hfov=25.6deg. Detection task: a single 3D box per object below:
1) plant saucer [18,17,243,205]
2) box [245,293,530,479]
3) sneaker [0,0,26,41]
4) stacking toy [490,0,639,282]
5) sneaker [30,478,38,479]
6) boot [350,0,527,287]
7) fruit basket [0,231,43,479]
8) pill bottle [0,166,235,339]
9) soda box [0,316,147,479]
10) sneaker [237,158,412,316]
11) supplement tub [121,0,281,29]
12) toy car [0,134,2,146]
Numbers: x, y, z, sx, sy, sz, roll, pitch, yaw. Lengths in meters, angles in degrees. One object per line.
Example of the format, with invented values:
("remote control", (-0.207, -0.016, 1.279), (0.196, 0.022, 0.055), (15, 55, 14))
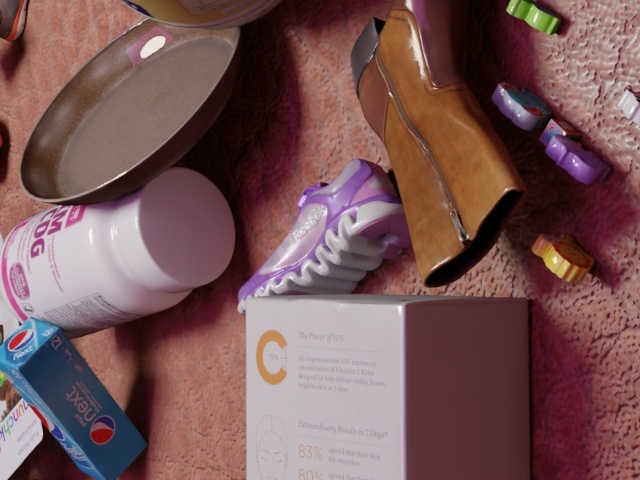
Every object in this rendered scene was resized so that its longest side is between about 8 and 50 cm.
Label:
("plant saucer", (-0.202, -0.148, 1.570), (0.311, 0.050, 0.310), (-28, 36, 22))
("box", (0.059, 0.222, 1.291), (0.215, 0.168, 0.345), (-1, 90, 48))
("sneaker", (-0.429, -0.349, 1.913), (0.061, 0.065, 0.157), (22, 106, 46))
("stacking toy", (0.196, -0.094, 1.231), (0.221, 0.052, 0.167), (49, 124, 37))
("sneaker", (-0.386, 0.379, 1.843), (0.112, 0.131, 0.296), (45, 155, -13))
("boot", (0.115, -0.141, 1.230), (0.264, 0.096, 0.280), (-54, 37, 38))
("fruit basket", (-0.484, 0.183, 1.871), (0.327, 0.165, 0.353), (-45, 47, 38))
("pill bottle", (-0.236, 0.014, 1.624), (0.283, 0.160, 0.160), (-19, 76, 46))
("soda box", (-0.295, 0.190, 1.663), (0.067, 0.071, 0.210), (13, 142, 47))
("sneaker", (0.000, 0.000, 1.425), (0.236, 0.095, 0.104), (-39, 55, 35))
("supplement tub", (-0.138, -0.342, 1.356), (0.241, 0.331, 0.241), (-1, 83, 10))
("toy car", (-0.483, -0.229, 1.937), (0.239, 0.053, 0.225), (63, 154, 27))
